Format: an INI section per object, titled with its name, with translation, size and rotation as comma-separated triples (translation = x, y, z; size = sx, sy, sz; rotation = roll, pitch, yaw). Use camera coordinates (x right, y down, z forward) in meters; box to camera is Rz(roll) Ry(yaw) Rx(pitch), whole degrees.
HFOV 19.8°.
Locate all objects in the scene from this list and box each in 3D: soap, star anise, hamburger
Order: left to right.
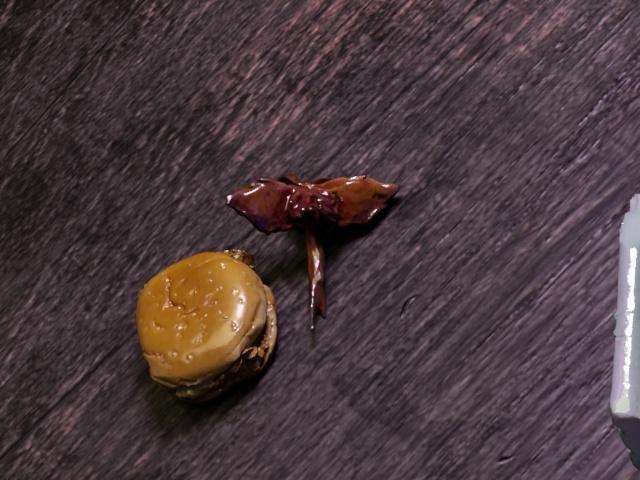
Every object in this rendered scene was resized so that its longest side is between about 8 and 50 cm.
[hamburger]
translation = -0.110, 0.081, 1.787
size = 0.138, 0.083, 0.147
rotation = -24, 50, 10
[star anise]
translation = -0.008, 0.002, 1.810
size = 0.158, 0.144, 0.140
rotation = 1, 12, 26
[soap]
translation = 0.296, 0.068, 1.496
size = 0.091, 0.145, 0.230
rotation = -2, 60, 21
